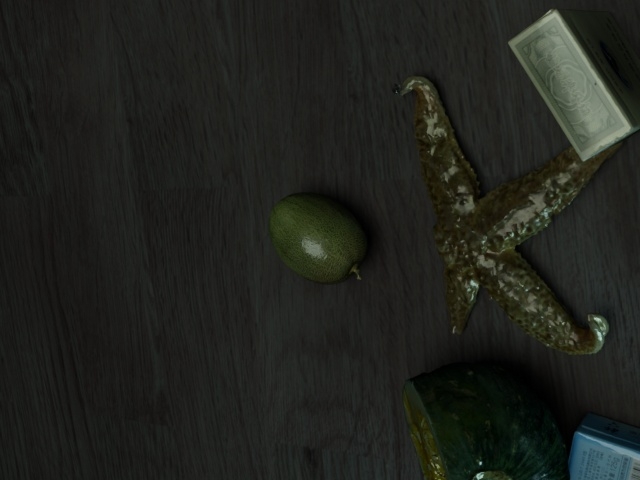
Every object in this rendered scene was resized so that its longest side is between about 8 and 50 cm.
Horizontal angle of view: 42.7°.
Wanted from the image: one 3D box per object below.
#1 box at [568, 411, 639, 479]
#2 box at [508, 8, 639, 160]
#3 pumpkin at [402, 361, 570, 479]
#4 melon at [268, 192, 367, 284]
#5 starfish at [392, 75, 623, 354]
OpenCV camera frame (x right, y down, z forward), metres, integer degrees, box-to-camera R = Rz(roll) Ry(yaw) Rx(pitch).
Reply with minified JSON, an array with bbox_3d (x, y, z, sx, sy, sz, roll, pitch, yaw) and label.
[{"bbox_3d":[0.435,0.389,1.210,0.143,0.083,0.232,14,111,28],"label":"box"},{"bbox_3d":[0.341,-0.199,1.013,0.069,0.256,0.164,-34,84,34],"label":"box"},{"bbox_3d":[0.255,0.321,1.221,0.197,0.263,0.292,-14,88,-8],"label":"pumpkin"},{"bbox_3d":[0.000,0.000,1.344,0.192,0.139,0.139,40,119,22],"label":"melon"},{"bbox_3d":[0.277,-0.040,1.205,0.324,0.082,0.431,0,100,35],"label":"starfish"}]
